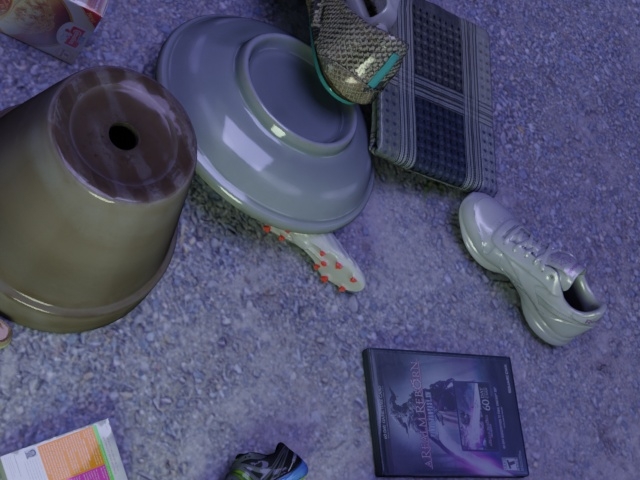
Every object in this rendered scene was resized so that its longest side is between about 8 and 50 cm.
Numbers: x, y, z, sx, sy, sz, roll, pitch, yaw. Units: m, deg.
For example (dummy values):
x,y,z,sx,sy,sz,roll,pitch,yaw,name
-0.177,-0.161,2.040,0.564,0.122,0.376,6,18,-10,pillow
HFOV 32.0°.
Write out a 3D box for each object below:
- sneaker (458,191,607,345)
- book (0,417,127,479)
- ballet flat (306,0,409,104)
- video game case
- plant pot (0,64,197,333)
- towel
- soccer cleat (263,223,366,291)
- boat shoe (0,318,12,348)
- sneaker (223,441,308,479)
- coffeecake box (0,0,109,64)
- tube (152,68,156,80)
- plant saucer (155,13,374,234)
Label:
x,y,z,sx,sy,sz,roll,pitch,yaw,name
0.359,0.029,1.858,0.305,0.152,0.114,50,55,-1,sneaker
-0.321,0.293,1.398,0.144,0.035,0.096,-16,80,-35,book
0.036,-0.423,1.758,0.164,0.182,0.482,21,38,-41,ballet flat
0.196,0.269,1.727,0.274,0.026,0.196,7,65,-30,video game case
-0.297,-0.077,1.429,0.323,0.280,0.323,14,61,-26,plant pot
0.185,-0.253,1.878,0.312,0.056,0.324,16,68,-41,towel
0.000,0.000,1.708,0.196,0.068,0.076,40,51,-6,soccer cleat
-0.449,0.096,1.401,0.135,0.045,0.050,25,58,-19,boat shoe
-0.105,0.330,1.500,0.188,0.067,0.078,-23,60,-35,sneaker
-0.405,-0.344,1.569,0.186,0.142,0.068,24,59,-20,coffeecake box
-0.158,-0.228,1.731,0.207,0.052,0.080,11,70,-33,tube
-0.054,-0.203,1.695,0.401,0.100,0.400,25,46,-28,plant saucer
